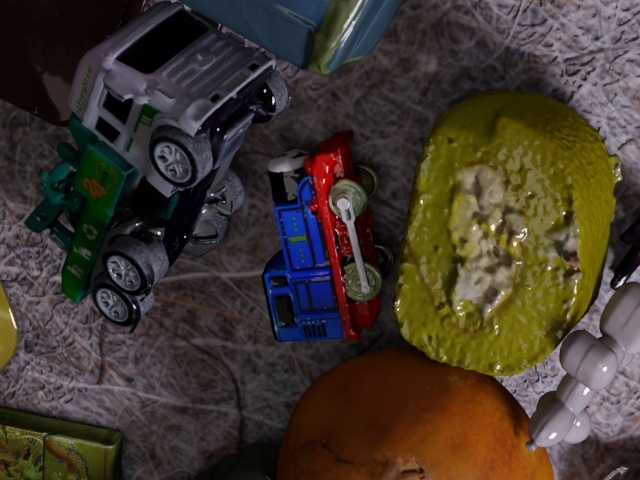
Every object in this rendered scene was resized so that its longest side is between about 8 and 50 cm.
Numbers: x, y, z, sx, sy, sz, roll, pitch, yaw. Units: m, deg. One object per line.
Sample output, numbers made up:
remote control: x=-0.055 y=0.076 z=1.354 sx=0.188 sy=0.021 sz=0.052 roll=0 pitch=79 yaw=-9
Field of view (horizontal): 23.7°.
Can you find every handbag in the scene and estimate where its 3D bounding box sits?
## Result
handbag: x=-0.023 y=-0.304 z=1.358 sx=0.241 sy=0.222 sz=0.263 roll=32 pitch=114 yaw=6
handbag: x=-0.310 y=-0.272 z=1.523 sx=0.276 sy=0.084 sz=0.260 roll=26 pitch=118 yaw=4

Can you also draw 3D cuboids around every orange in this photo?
orange: x=0.093 y=0.239 z=1.529 sx=0.284 sy=0.226 sz=0.283 roll=22 pitch=134 yaw=24

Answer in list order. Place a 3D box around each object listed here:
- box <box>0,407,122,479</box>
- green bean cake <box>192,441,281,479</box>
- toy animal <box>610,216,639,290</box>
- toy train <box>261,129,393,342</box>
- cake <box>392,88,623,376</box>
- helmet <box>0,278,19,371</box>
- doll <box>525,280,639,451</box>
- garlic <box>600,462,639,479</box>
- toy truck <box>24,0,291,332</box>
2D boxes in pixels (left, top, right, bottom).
box: x=-0.386 y=0.275 z=1.775 sx=0.311 sy=0.043 sz=0.173 roll=10 pitch=113 yaw=10
green bean cake: x=-0.073 y=0.355 z=1.684 sx=0.227 sy=0.125 sz=0.222 roll=-31 pitch=98 yaw=21
toy animal: x=0.416 y=0.095 z=1.472 sx=0.195 sy=0.090 sz=0.324 roll=-26 pitch=94 yaw=30
toy train: x=0.000 y=0.000 z=1.546 sx=0.131 sy=0.083 sz=0.204 roll=-5 pitch=109 yaw=18
cake: x=0.181 y=-0.009 z=1.449 sx=0.179 sy=0.156 sz=0.260 roll=17 pitch=114 yaw=18
helmet: x=-0.469 y=0.076 z=1.671 sx=0.205 sy=0.140 sz=0.257 roll=-34 pitch=97 yaw=24
doll: x=0.253 y=0.130 z=1.445 sx=0.059 sy=0.161 sz=0.160 roll=37 pitch=140 yaw=20
garlic: x=0.348 y=0.268 z=1.563 sx=0.152 sy=0.066 sz=0.084 roll=-12 pitch=74 yaw=22
toy truck: x=-0.175 y=-0.065 z=1.477 sx=0.178 sy=0.176 sz=0.363 roll=39 pitch=139 yaw=5
